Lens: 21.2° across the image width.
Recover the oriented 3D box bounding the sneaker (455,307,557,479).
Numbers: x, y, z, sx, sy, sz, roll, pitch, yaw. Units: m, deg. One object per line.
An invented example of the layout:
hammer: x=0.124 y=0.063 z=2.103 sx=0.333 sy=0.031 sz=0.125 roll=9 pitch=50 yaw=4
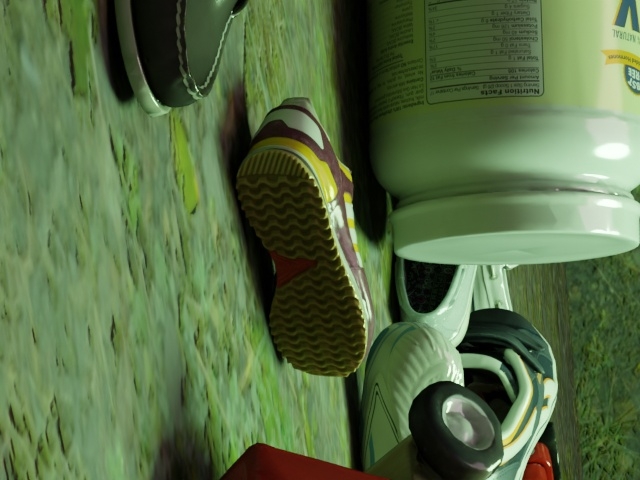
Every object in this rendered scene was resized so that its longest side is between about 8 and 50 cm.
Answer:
sneaker: x=0.150 y=0.129 z=1.570 sx=0.321 sy=0.126 sz=0.127 roll=-71 pitch=157 yaw=-58

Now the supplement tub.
supplement tub: x=0.154 y=-0.152 z=1.404 sx=0.235 sy=0.235 sz=0.325 roll=30 pitch=58 yaw=-75

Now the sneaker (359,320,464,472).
sneaker: x=0.068 y=0.180 z=1.318 sx=0.086 sy=0.085 sz=0.237 roll=-174 pitch=-93 yaw=-78

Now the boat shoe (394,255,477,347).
boat shoe: x=0.109 y=-0.014 z=1.524 sx=0.081 sy=0.079 sz=0.228 roll=73 pitch=22 yaw=-59

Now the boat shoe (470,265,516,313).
boat shoe: x=0.178 y=0.019 z=1.821 sx=0.083 sy=0.075 sz=0.226 roll=-32 pitch=119 yaw=-75

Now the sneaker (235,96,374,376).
sneaker: x=0.000 y=0.000 z=1.071 sx=0.084 sy=0.069 sz=0.185 roll=-69 pitch=154 yaw=-49

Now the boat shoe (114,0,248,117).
boat shoe: x=-0.055 y=-0.166 z=0.867 sx=0.081 sy=0.068 sz=0.228 roll=64 pitch=26 yaw=-59

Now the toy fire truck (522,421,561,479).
toy fire truck: x=0.160 y=0.318 z=1.589 sx=0.246 sy=0.158 sz=0.217 roll=-91 pitch=172 yaw=-60

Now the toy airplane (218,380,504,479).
toy airplane: x=0.130 y=0.286 z=0.897 sx=0.272 sy=0.384 sz=0.386 roll=-60 pitch=147 yaw=-55
